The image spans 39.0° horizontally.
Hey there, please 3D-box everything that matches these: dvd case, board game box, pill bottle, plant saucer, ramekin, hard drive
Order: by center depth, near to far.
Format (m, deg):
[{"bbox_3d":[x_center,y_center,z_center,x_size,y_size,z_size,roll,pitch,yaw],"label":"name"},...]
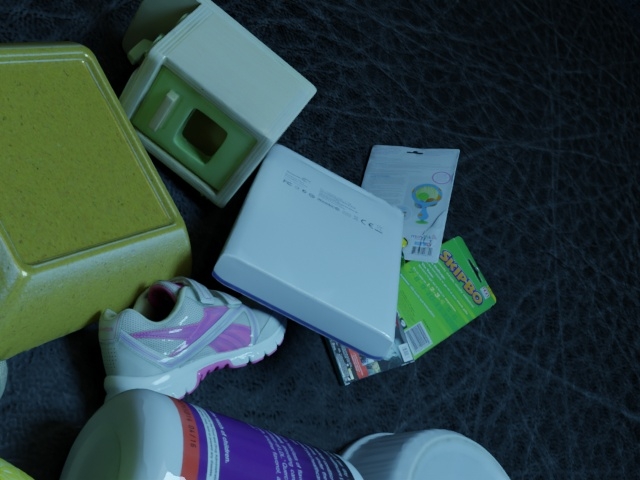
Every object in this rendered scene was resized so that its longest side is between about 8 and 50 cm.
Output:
[{"bbox_3d":[-0.076,0.269,0.861,0.323,0.181,0.181,27,49,-31],"label":"pill bottle"},{"bbox_3d":[-0.286,-0.075,0.918,0.333,0.081,0.332,-23,82,-57],"label":"plant saucer"},{"bbox_3d":[0.133,0.348,1.063,0.273,0.127,0.272,25,50,-33],"label":"ramekin"},{"bbox_3d":[0.000,0.000,1.111,0.210,0.040,0.318,28,28,-7],"label":"hard drive"},{"bbox_3d":[0.063,0.135,1.195,0.119,0.013,0.087,-13,78,-33],"label":"dvd case"},{"bbox_3d":[0.167,0.082,1.343,0.259,0.039,0.124,-24,84,-47],"label":"board game box"}]

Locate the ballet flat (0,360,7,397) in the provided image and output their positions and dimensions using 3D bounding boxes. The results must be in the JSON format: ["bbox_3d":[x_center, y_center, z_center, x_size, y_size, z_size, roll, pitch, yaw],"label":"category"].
[{"bbox_3d":[-0.320,0.151,0.791,0.057,0.052,0.168,43,42,-16],"label":"ballet flat"}]

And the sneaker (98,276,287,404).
[{"bbox_3d":[-0.130,0.087,0.964,0.252,0.103,0.111,-24,104,-51],"label":"sneaker"}]

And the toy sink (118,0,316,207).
[{"bbox_3d":[-0.153,-0.178,1.077,0.234,0.153,0.131,40,48,-6],"label":"toy sink"}]

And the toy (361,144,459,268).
[{"bbox_3d":[0.123,-0.046,1.342,0.237,0.137,0.056,-71,160,-44],"label":"toy"}]

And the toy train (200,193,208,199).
[{"bbox_3d":[-0.145,-0.092,1.147,0.017,0.024,0.083,11,58,-41],"label":"toy train"}]

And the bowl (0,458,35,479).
[{"bbox_3d":[-0.221,0.274,0.611,0.289,0.156,0.289,-4,90,-87],"label":"bowl"}]
